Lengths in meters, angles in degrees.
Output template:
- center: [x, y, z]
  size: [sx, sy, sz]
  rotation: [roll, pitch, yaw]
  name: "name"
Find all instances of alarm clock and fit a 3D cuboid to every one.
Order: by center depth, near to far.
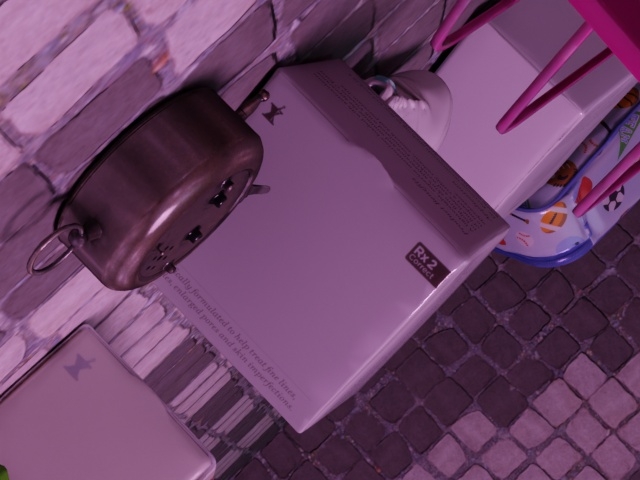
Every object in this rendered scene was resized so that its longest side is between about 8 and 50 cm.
- center: [-0.103, -0.020, 0.882]
  size: [0.192, 0.064, 0.129]
  rotation: [-30, 164, -49]
  name: "alarm clock"

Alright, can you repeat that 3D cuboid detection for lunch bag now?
- center: [0.277, -0.112, 1.745]
  size: [0.303, 0.115, 0.243]
  rotation: [-43, -145, -21]
  name: "lunch bag"

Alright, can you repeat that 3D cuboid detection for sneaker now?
- center: [0.046, -0.099, 1.181]
  size: [0.212, 0.080, 0.094]
  rotation: [-36, 156, -43]
  name: "sneaker"

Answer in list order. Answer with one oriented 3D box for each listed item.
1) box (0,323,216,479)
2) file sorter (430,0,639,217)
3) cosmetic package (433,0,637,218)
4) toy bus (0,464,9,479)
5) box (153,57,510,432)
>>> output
- center: [-0.177, 0.184, 1.188]
  size: [0.127, 0.148, 0.232]
  rotation: [-42, 171, -15]
  name: "box"
- center: [0.197, -0.143, 0.904]
  size: [0.202, 0.290, 0.182]
  rotation: [-36, 172, -26]
  name: "file sorter"
- center: [0.191, -0.132, 1.471]
  size: [0.224, 0.138, 0.224]
  rotation: [-35, 169, -50]
  name: "cosmetic package"
- center: [-0.237, 0.091, 0.584]
  size: [0.191, 0.202, 0.104]
  rotation: [-31, 134, -35]
  name: "toy bus"
- center: [0.000, 0.000, 1.041]
  size: [0.182, 0.181, 0.119]
  rotation: [-48, 170, 22]
  name: "box"
